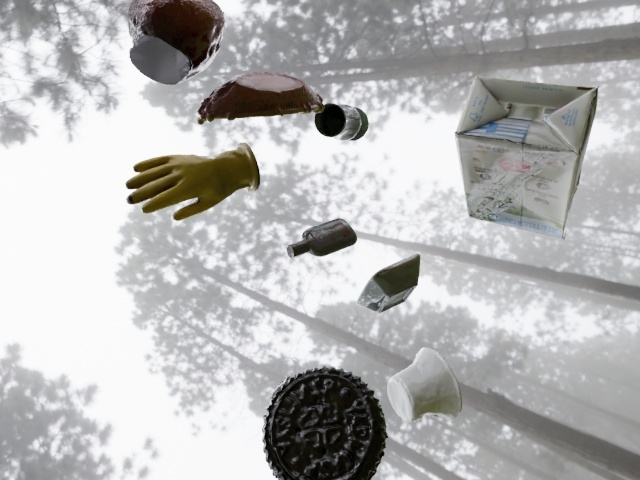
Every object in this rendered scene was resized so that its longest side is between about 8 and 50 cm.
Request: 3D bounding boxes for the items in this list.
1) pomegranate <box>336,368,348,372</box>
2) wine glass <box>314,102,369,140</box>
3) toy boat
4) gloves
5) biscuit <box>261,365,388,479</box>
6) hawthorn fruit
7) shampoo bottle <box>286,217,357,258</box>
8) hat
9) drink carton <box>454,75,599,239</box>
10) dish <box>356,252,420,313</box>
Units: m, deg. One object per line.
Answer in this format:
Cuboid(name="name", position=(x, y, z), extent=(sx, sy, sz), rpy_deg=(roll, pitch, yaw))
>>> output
Cuboid(name="pomegranate", position=(0.069, 0.501, 1.709), extent=(0.152, 0.191, 0.131), rpy_deg=(-42, -18, -12))
Cuboid(name="wine glass", position=(0.059, -0.328, 1.507), extent=(0.231, 0.103, 0.103), rpy_deg=(-24, -61, -70))
Cuboid(name="toy boat", position=(-0.118, -0.313, 1.200), extent=(0.318, 0.141, 0.099), rpy_deg=(-14, -33, -31))
Cuboid(name="gloves", position=(-0.293, -0.136, 1.225), extent=(0.294, 0.133, 0.116), rpy_deg=(-18, -37, -27))
Cuboid(name="biscuit", position=(0.005, 0.282, 0.801), extent=(0.194, 0.195, 0.053), rpy_deg=(-58, -21, -15))
Cuboid(name="hawthorn fruit", position=(-0.281, -0.441, 1.131), extent=(0.251, 0.190, 0.189), rpy_deg=(-41, -57, -31))
Cuboid(name="shampoo bottle", position=(0.000, 0.000, 1.208), extent=(0.165, 0.080, 0.040), rpy_deg=(-19, -32, -32))
Cuboid(name="hat", position=(0.248, 0.378, 1.367), extent=(0.126, 0.203, 0.203), rpy_deg=(-14, -71, -24))
Cuboid(name="drink carton", position=(0.360, -0.139, 0.965), extent=(0.132, 0.194, 0.324), rpy_deg=(-66, -26, -16))
Cuboid(name="dish", position=(0.191, 0.117, 1.405), extent=(0.154, 0.064, 0.234), rpy_deg=(-22, -23, -20))
